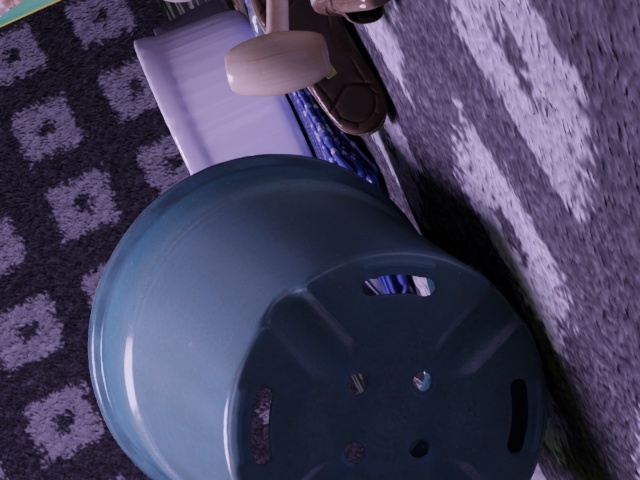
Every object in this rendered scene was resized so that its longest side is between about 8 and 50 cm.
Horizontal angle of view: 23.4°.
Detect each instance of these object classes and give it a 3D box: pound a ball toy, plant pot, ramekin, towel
[{"bbox_3d":[-0.106,-0.269,1.167,0.208,0.135,0.319,69,-176,-48],"label":"pound a ball toy"},{"bbox_3d":[0.006,0.109,1.274,0.341,0.341,0.334,65,167,-14],"label":"plant pot"},{"bbox_3d":[-0.103,-0.137,1.830,0.277,0.135,0.277,155,90,-89],"label":"ramekin"},{"bbox_3d":[0.009,-0.112,1.702,0.243,0.040,0.336,67,177,-53],"label":"towel"}]

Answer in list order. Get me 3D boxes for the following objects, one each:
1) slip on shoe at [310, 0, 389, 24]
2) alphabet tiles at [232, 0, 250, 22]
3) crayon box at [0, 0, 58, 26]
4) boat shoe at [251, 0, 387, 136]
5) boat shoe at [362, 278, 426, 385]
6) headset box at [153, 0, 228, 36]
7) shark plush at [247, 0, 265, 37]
[{"bbox_3d":[0.025,-0.167,1.063,0.135,0.051,0.041,154,97,-78],"label":"slip on shoe"},{"bbox_3d":[-0.076,-0.252,2.005,0.198,0.009,0.237,62,175,26],"label":"alphabet tiles"},{"bbox_3d":[-0.367,-0.422,2.133,0.106,0.362,0.313,67,175,-26],"label":"crayon box"},{"bbox_3d":[-0.005,-0.171,1.313,0.190,0.068,0.072,64,-173,5],"label":"boat shoe"},{"bbox_3d":[0.071,0.106,1.713,0.219,0.070,0.078,45,145,48],"label":"boat shoe"},{"bbox_3d":[-0.123,-0.188,2.179,0.218,0.110,0.293,63,178,20],"label":"headset box"},{"bbox_3d":[-0.057,-0.261,1.352,0.161,0.067,0.073,67,175,-31],"label":"shark plush"}]
